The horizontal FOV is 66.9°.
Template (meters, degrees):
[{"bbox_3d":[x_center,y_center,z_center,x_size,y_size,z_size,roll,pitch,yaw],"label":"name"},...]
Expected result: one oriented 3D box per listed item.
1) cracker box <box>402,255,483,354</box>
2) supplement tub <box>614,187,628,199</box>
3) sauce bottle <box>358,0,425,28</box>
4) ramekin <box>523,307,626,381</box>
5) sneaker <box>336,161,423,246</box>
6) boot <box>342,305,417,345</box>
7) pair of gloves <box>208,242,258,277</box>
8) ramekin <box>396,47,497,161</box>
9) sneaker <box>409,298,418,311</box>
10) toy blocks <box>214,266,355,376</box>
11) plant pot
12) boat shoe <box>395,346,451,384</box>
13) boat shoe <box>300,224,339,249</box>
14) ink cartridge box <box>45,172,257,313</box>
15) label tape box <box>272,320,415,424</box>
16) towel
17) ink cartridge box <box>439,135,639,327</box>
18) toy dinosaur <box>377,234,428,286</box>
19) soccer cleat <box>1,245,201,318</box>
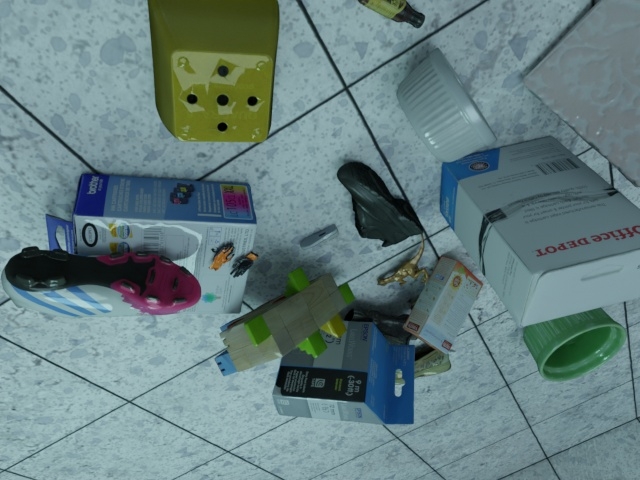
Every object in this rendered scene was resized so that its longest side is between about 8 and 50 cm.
[{"bbox_3d":[0.344,0.180,1.349,0.156,0.067,0.232,37,79,-38],"label":"cracker box"},{"bbox_3d":[0.652,-0.010,1.265,0.272,0.191,0.191,-26,133,6],"label":"supplement tub"},{"bbox_3d":[0.127,-0.412,0.854,0.128,0.042,0.042,11,126,-28],"label":"sauce bottle"},{"bbox_3d":[0.853,0.331,1.656,0.304,0.148,0.303,-9,132,-10],"label":"ramekin"},{"bbox_3d":[0.120,-0.066,1.116,0.130,0.109,0.286,-34,129,22],"label":"sneaker"},{"bbox_3d":[0.162,0.274,1.448,0.229,0.091,0.263,7,138,-8],"label":"boot"},{"bbox_3d":[-0.176,0.041,0.978,0.083,0.010,0.074,25,117,-36],"label":"pair of gloves"},{"bbox_3d":[0.235,-0.247,0.927,0.109,0.207,0.207,-33,132,24],"label":"ramekin"},{"bbox_3d":[0.337,0.239,1.460,0.070,0.083,0.185,-38,130,17],"label":"sneaker"},{"bbox_3d":[-0.121,0.206,1.169,0.261,0.190,0.381,-27,180,34],"label":"toy blocks"},{"bbox_3d":[-0.166,-0.269,0.789,0.212,0.187,0.212,-2,130,-15],"label":"plant pot"},{"bbox_3d":[0.288,0.404,1.594,0.285,0.104,0.089,-10,95,-15],"label":"boat shoe"},{"bbox_3d":[0.000,0.000,1.182,0.100,0.035,0.035,-29,130,0],"label":"boat shoe"},{"bbox_3d":[-0.350,0.015,1.006,0.396,0.151,0.270,1,129,-20],"label":"ink cartridge box"},{"bbox_3d":[0.071,0.338,1.281,0.348,0.249,0.115,0,132,13],"label":"label tape box"},{"bbox_3d":[0.626,-0.318,0.929,0.317,0.332,0.053,-46,166,25],"label":"towel"},{"bbox_3d":[0.470,-0.036,1.047,0.286,0.394,0.166,-13,132,-5],"label":"ink cartridge box"},{"bbox_3d":[0.242,0.071,1.298,0.112,0.064,0.211,25,119,-32],"label":"toy dinosaur"},{"bbox_3d":[-0.396,0.089,0.900,0.331,0.116,0.143,11,141,-22],"label":"soccer cleat"}]
